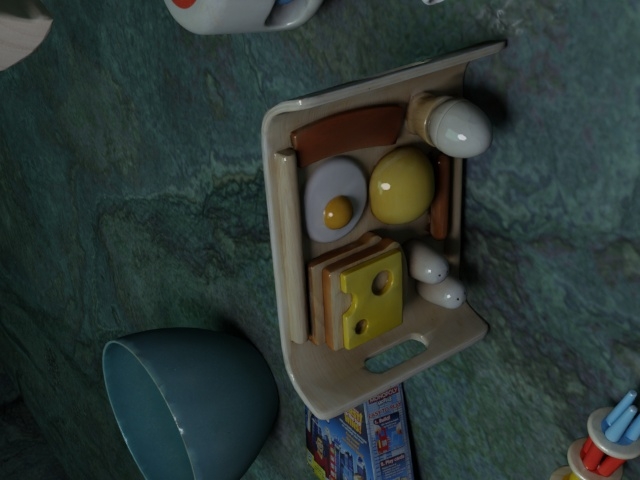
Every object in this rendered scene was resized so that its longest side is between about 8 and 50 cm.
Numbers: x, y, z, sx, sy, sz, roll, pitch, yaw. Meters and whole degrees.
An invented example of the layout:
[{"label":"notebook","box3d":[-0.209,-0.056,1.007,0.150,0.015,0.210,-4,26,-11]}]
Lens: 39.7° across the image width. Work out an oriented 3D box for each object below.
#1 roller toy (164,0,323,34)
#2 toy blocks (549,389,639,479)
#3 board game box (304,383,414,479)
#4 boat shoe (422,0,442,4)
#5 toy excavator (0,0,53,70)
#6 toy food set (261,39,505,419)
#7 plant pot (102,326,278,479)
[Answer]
[{"label":"roller toy","box3d":[-0.076,-0.306,0.886,0.209,0.146,0.191,24,120,57]},{"label":"toy blocks","box3d":[0.272,0.208,0.768,0.123,0.054,0.148,48,144,31]},{"label":"board game box","box3d":[0.050,0.245,1.124,0.194,0.060,0.194,32,128,53]},{"label":"boat shoe","box3d":[0.151,-0.229,0.637,0.277,0.098,0.096,8,116,66]},{"label":"toy excavator","box3d":[-0.123,-0.355,0.631,0.222,0.445,0.433,49,145,29]},{"label":"toy food set","box3d":[0.072,-0.008,0.777,0.092,0.220,0.306,30,133,46]},{"label":"plant pot","box3d":[-0.181,0.252,1.365,0.290,0.195,0.290,36,137,42]}]
